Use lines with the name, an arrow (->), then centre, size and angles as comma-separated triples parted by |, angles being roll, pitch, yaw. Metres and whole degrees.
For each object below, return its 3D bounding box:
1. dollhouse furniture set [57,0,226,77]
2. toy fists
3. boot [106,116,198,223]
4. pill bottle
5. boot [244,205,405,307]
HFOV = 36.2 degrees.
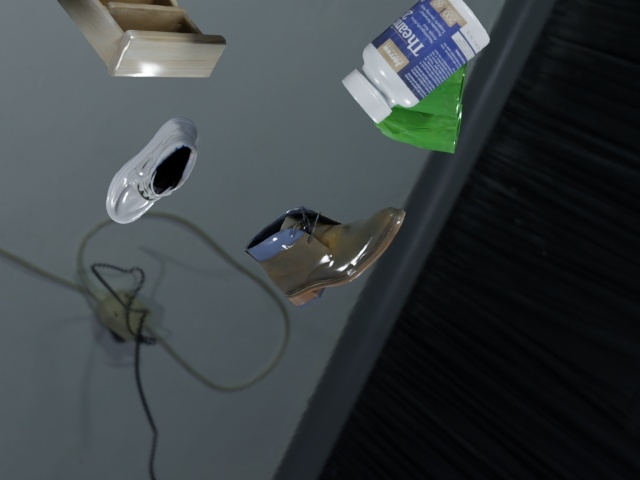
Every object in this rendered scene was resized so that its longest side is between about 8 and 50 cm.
dollhouse furniture set -> -0.123, -0.278, 0.808 | 0.212, 0.161, 0.242 | -11, 144, -49
toy fists -> 0.156, -0.231, 1.570 | 0.279, 0.142, 0.096 | 71, 31, -73
boot -> -0.323, -0.114, 1.858 | 0.095, 0.123, 0.258 | 31, 111, -23
pill bottle -> 0.079, -0.158, 0.843 | 0.120, 0.067, 0.067 | -40, 131, 9
boot -> 0.000, 0.000, 1.204 | 0.106, 0.082, 0.219 | 40, 130, -16
